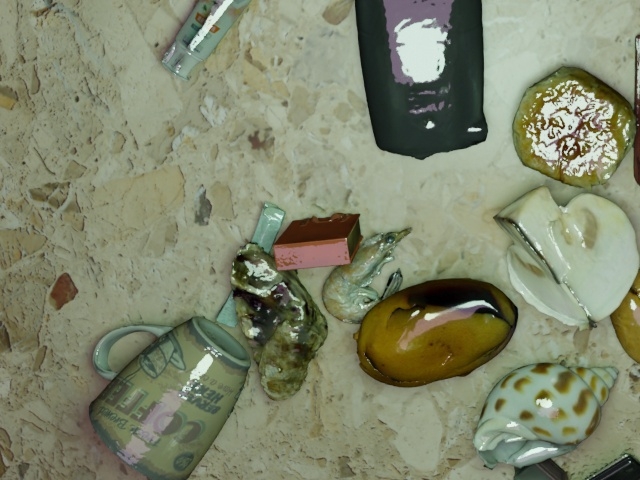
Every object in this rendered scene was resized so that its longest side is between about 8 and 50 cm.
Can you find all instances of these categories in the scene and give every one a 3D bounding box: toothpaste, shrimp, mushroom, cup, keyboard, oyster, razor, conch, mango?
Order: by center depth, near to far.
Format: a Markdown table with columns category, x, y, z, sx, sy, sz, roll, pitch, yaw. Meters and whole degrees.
| category | x | y | z | sx | sy | sz | roll | pitch | yaw |
| --- | --- | --- | --- | --- | --- | --- | --- | --- | --- |
| razor | 0.167 | -0.307 | 1.601 | 0.205 | 0.113 | 0.348 | -6 | 104 | 8 |
| toothpaste | -0.154 | -0.415 | 1.652 | 0.100 | 0.066 | 0.323 | 36 | 102 | -5 |
| mushroom | 0.412 | 0.015 | 1.655 | 0.173 | 0.162 | 0.236 | -36 | 88 | -19 |
| mango | 0.201 | 0.158 | 1.694 | 0.287 | 0.152 | 0.201 | -10 | 114 | 9 |
| conch | 0.394 | 0.292 | 1.711 | 0.275 | 0.148 | 0.182 | -8 | 146 | 4 |
| shrimp | 0.098 | 0.065 | 1.747 | 0.126 | 0.047 | 0.223 | 39 | 114 | -11 |
| oyster | -0.084 | 0.146 | 1.756 | 0.166 | 0.094 | 0.294 | -30 | 111 | 1 |
| keyboard | 0.482 | 0.462 | 1.789 | 0.230 | 0.025 | 0.094 | -37 | 131 | 16 |
| cup | -0.280 | 0.250 | 1.796 | 0.301 | 0.227 | 0.257 | 41 | 94 | 24 |

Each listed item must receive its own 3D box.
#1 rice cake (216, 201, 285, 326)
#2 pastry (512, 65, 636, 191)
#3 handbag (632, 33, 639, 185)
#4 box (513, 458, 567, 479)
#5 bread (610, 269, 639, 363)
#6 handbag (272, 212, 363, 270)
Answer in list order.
| category | x | y | z | sx | sy | sz | roll | pitch | yaw |
| --- | --- | --- | --- | --- | --- | --- | --- | --- | --- |
| rice cake | -0.125 | 0.046 | 1.779 | 0.045 | 0.042 | 0.245 | 22 | 107 | -4 |
| pastry | 0.414 | -0.184 | 1.604 | 0.193 | 0.093 | 0.182 | 25 | 109 | 9 |
| handbag | 0.637 | -0.207 | 1.571 | 0.260 | 0.084 | 0.275 | -3 | 104 | 10 |
| box | 0.400 | 0.431 | 1.793 | 0.085 | 0.060 | 0.063 | 41 | 112 | -5 |
| bread | 0.559 | 0.138 | 1.682 | 0.114 | 0.077 | 0.189 | -25 | 102 | 19 |
| handbag | 0.000 | 0.000 | 1.669 | 0.127 | 0.190 | 0.062 | -6 | 102 | 11 |
